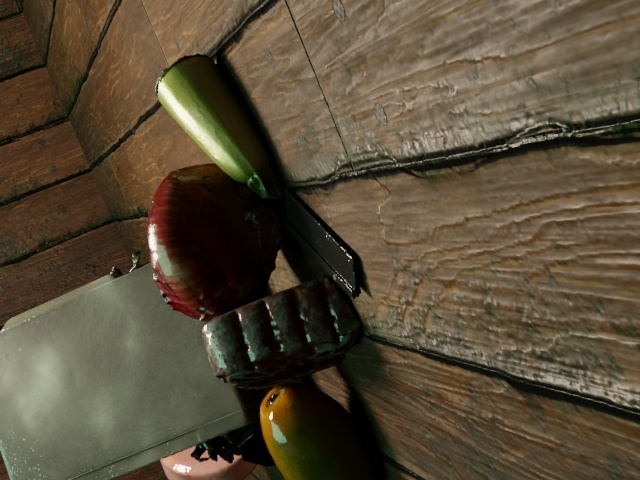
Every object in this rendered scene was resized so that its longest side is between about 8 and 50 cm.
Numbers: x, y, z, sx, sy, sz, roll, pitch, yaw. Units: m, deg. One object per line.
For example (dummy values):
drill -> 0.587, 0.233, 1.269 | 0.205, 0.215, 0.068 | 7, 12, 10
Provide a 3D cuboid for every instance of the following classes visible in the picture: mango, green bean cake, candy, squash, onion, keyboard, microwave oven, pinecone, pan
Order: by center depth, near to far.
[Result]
keyboard -> 0.000, 0.000, 1.193 | 0.195, 0.018, 0.060 | 46, 147, 51
squash -> -0.119, -0.136, 1.290 | 0.224, 0.094, 0.094 | 52, 161, 18
green bean cake -> -0.042, 0.132, 1.316 | 0.232, 0.199, 0.097 | 65, -174, -76
onion -> -0.122, -0.001, 1.322 | 0.230, 0.163, 0.230 | -9, -90, -68
mango -> 0.008, 0.323, 1.422 | 0.146, 0.129, 0.289 | 21, 139, 49
microwave oven -> -0.333, 0.231, 1.710 | 0.236, 0.432, 0.374 | 12, -125, -77
pan -> -0.081, 0.389, 1.840 | 0.202, 0.128, 0.048 | 80, -179, -48
pinecone -> -0.175, 0.323, 1.889 | 0.179, 0.184, 0.204 | 27, 104, 63
candy -> -0.255, 0.473, 2.315 | 0.255, 0.255, 0.094 | 47, 154, 50

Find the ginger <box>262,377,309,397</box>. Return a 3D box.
ginger -> -0.051, 0.253, 1.610 | 0.205, 0.081, 0.115 | -129, 35, -61
